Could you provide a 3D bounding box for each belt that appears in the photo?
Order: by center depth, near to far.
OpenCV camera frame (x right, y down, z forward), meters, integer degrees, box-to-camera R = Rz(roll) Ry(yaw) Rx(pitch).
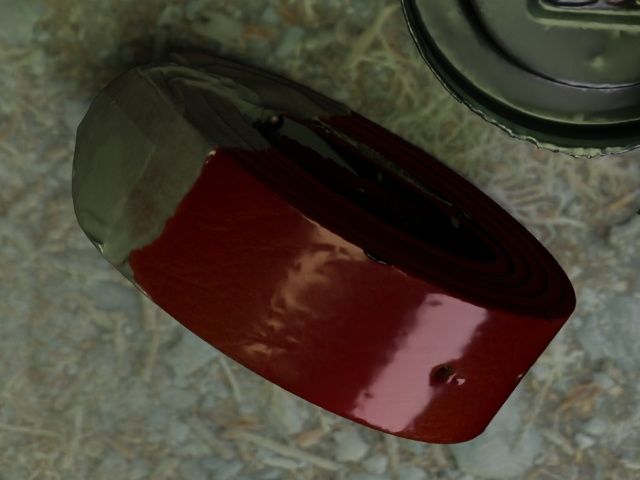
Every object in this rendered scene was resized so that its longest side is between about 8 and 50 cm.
[{"bbox_3d":[0.000,0.000,1.233,0.324,0.227,0.115,27,110,-17],"label":"belt"}]

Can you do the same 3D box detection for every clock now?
[{"bbox_3d":[0.181,-0.189,1.242,0.281,0.055,0.280,-1,117,-2],"label":"clock"}]

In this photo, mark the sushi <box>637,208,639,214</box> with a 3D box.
[{"bbox_3d":[0.350,-0.108,1.258,0.290,0.050,0.264,-47,144,22],"label":"sushi"}]
